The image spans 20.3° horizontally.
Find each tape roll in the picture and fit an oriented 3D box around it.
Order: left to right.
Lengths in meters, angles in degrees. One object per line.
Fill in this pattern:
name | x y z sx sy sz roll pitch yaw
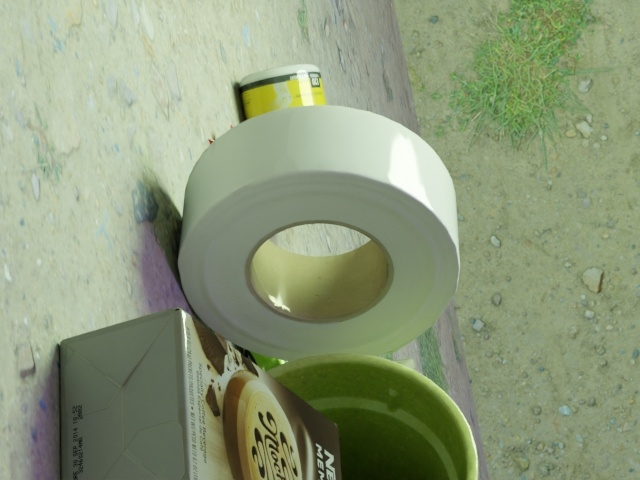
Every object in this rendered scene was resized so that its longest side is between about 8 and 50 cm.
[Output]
tape roll | 0.000 0.000 1.806 0.100 0.286 0.286 -90 164 -45

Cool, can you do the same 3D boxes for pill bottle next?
pill bottle | -0.035 -0.120 2.204 0.103 0.103 0.184 -5 84 -79

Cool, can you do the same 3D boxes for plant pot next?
plant pot | 0.023 0.299 1.780 0.254 0.276 0.276 83 5 -48

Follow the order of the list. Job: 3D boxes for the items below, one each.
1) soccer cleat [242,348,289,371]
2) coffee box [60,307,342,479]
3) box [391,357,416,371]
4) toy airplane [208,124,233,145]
soccer cleat | -0.056 0.146 1.973 0.072 0.060 0.179 33 45 -85
coffee box | -0.090 0.195 1.487 0.297 0.118 0.168 43 36 -56
box | 0.055 0.249 2.244 0.311 0.121 0.148 -23 102 -78
toy airplane | -0.094 -0.074 2.063 0.151 0.028 0.151 -12 90 -80
